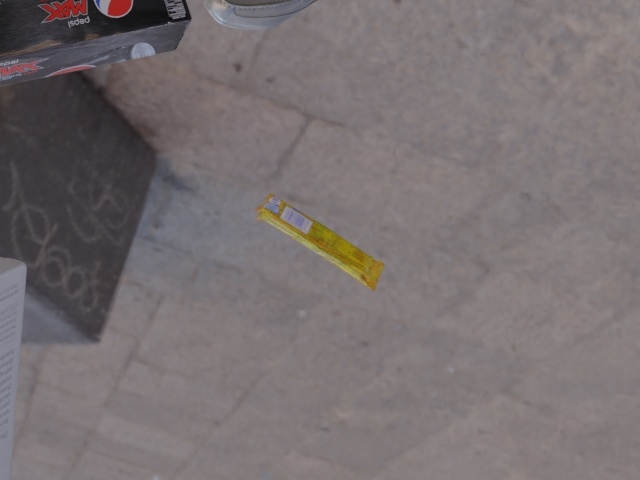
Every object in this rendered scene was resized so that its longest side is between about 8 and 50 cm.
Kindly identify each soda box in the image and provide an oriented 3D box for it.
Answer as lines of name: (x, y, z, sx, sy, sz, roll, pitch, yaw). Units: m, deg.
soda box: (-0.183, -0.156, 0.833, 0.168, 0.053, 0.060, -16, 171, -23)

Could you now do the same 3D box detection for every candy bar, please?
candy bar: (0.000, 0.000, 1.274, 0.161, 0.040, 0.018, 32, 146, -6)

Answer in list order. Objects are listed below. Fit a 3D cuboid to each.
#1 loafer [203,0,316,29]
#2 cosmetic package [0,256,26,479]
loafer: (-0.035, -0.401, 1.713, 0.112, 0.319, 0.111, 51, 144, 13)
cosmetic package: (-0.503, 0.230, 1.379, 0.230, 0.454, 0.161, 14, -163, 15)
